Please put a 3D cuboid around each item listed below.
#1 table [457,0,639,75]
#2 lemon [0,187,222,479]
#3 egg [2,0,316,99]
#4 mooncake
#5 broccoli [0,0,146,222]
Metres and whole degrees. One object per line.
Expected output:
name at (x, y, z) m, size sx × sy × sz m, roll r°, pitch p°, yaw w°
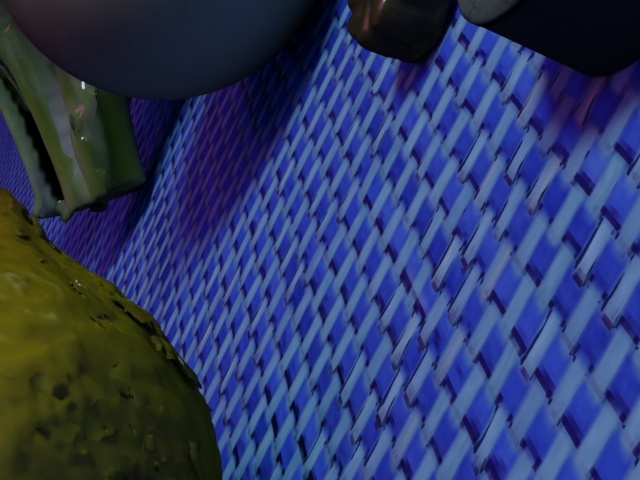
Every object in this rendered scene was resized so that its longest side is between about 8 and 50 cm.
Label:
table at (0.092, -0.118, 0.569) m, size 0.133 × 0.043 × 0.133 m, roll -59°, pitch 16°, yaw 29°
lemon at (-0.168, 0.130, 0.688) m, size 0.310 × 0.258 × 0.258 m, roll -63°, pitch 13°, yaw -13°
egg at (-0.090, -0.173, 1.020) m, size 0.186 × 0.186 × 0.242 m, roll -63°, pitch 22°, yaw 12°
mooncake at (0.013, 0.004, 0.665) m, size 0.347 × 0.057 × 0.150 m, roll -80°, pitch 6°, yaw -63°
broccoli at (-0.161, -0.194, 1.308) m, size 0.375 × 0.302 × 0.249 m, roll -13°, pitch 26°, yaw 39°
